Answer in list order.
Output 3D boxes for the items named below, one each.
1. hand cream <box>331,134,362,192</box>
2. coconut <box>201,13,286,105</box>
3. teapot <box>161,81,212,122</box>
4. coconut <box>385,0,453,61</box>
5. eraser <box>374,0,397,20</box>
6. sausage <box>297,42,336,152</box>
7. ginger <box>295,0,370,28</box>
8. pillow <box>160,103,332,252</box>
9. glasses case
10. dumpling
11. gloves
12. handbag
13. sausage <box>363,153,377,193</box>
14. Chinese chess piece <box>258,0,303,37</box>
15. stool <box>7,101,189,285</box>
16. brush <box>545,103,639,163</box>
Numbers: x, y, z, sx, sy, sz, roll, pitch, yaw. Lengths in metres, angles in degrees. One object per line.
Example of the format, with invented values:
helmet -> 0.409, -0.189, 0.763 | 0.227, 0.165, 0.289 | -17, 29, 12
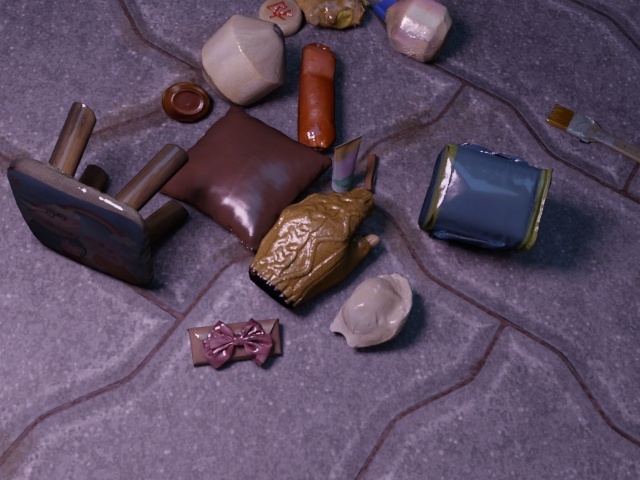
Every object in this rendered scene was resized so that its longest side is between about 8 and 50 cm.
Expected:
hand cream -> 0.055, -0.176, 1.756 | 0.076, 0.174, 0.047 | -29, 66, -21
coconut -> -0.177, -0.451, 1.867 | 0.202, 0.222, 0.202 | 36, 39, -36
teapot -> -0.331, -0.344, 1.888 | 0.129, 0.078, 0.098 | -2, 100, -17
coconut -> 0.254, -0.568, 2.023 | 0.183, 0.171, 0.170 | 25, 60, 6
eraser -> 0.201, -0.644, 2.139 | 0.063, 0.027, 0.084 | -34, 68, -21
sausage -> -0.010, -0.360, 1.912 | 0.097, 0.094, 0.348 | 10, 56, -15
ginger -> 0.041, -0.640, 2.078 | 0.216, 0.102, 0.157 | -11, 50, -26
pillow -> -0.181, -0.158, 1.766 | 0.308, 0.108, 0.305 | 32, 65, 18
glasses case -> -0.175, 0.213, 1.562 | 0.194, 0.070, 0.102 | -6, 61, -8
dumpling -> 0.117, 0.154, 1.604 | 0.199, 0.118, 0.136 | -36, 64, 0
gloves -> -0.003, -0.002, 1.659 | 0.203, 0.155, 0.356 | 37, 59, 12
handbag -> 0.357, -0.087, 1.686 | 0.241, 0.263, 0.222 | 16, 86, 5
sausage -> 0.121, -0.164, 1.843 | 0.026, 0.026, 0.116 | 9, 58, 0
Chinese chess piece -> -0.109, -0.613, 2.078 | 0.122, 0.051, 0.122 | 3, 59, -4
stool -> -0.447, -0.092, 1.585 | 0.311, 0.310, 0.226 | 23, 59, 6
brush -> 0.750, -0.258, 1.960 | 0.337, 0.020, 0.085 | 29, 61, 12
